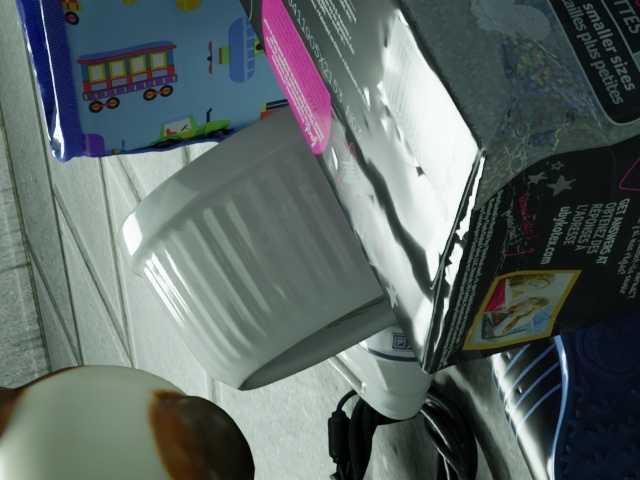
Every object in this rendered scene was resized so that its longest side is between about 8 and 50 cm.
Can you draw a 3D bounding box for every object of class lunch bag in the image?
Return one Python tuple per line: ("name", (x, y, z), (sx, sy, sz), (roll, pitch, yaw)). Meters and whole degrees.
("lunch bag", (-0.055, -0.171, 0.936), (0.138, 0.221, 0.293), (-132, 31, -60))

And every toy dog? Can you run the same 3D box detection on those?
("toy dog", (-0.180, 0.296, 1.289), (0.395, 0.285, 0.407), (16, -104, -70))

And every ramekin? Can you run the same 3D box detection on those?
("ramekin", (0.000, 0.000, 0.973), (0.109, 0.207, 0.207), (62, 163, 10))

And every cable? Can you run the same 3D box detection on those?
("cable", (0.048, 0.165, 1.165), (0.184, 0.047, 0.150), (-4, 74, 64))

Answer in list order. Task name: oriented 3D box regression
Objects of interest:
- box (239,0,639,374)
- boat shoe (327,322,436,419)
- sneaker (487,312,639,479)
("box", (0.069, -0.101, 0.733), (0.163, 0.142, 0.247), (99, 150, -54))
("boat shoe", (0.002, 0.029, 1.170), (0.258, 0.095, 0.084), (-126, 39, -54))
("sneaker", (0.124, 0.064, 0.835), (0.090, 0.081, 0.232), (133, 126, -76))
